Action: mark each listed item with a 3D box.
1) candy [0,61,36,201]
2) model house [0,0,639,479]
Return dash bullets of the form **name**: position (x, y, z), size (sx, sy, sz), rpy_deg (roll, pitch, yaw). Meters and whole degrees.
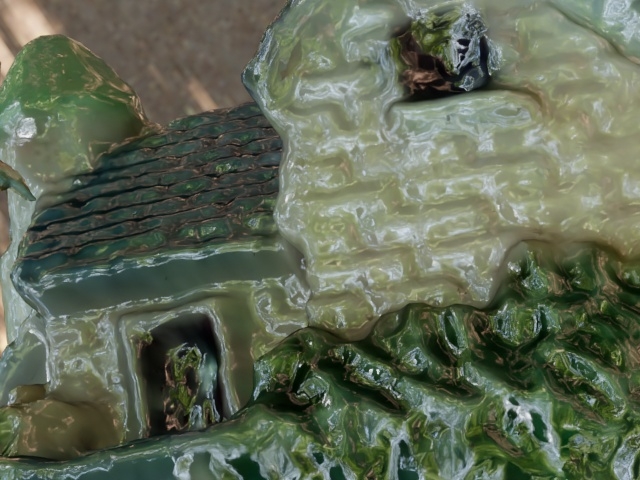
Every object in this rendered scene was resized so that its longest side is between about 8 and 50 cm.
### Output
- **candy**: position (-0.143, -0.055, 0.620), size (0.182, 0.053, 0.046), rpy_deg (-125, 26, -54)
- **model house**: position (0.001, 0.001, 0.658), size (0.243, 0.298, 0.284), rpy_deg (49, -148, -68)
